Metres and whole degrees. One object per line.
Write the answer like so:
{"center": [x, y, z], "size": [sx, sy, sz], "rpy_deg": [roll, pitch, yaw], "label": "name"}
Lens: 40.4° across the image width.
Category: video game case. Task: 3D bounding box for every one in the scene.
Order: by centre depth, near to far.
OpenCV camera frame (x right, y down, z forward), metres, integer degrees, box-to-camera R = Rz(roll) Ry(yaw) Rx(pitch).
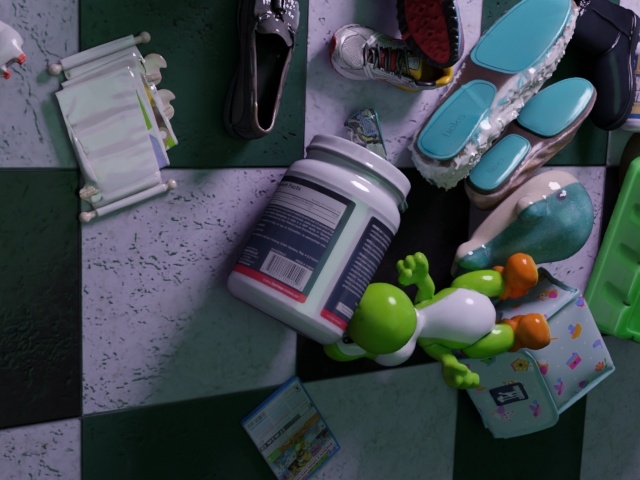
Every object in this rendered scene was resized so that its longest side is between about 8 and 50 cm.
{"center": [-0.047, 0.321, 1.429], "size": [0.119, 0.015, 0.166], "rpy_deg": [-39, 116, -21], "label": "video game case"}

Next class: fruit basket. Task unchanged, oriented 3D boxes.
{"center": [0.696, 0.034, 1.733], "size": [0.282, 0.392, 0.392], "rpy_deg": [17, 89, 4], "label": "fruit basket"}

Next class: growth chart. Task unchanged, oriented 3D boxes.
{"center": [-0.276, -0.158, 1.199], "size": [0.172, 0.021, 0.237], "rpy_deg": [-19, 108, -29], "label": "growth chart"}

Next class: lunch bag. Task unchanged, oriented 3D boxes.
{"center": [0.378, 0.218, 1.596], "size": [0.262, 0.160, 0.223], "rpy_deg": [-36, 120, -9], "label": "lunch bag"}

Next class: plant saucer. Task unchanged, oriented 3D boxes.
{"center": [0.698, -0.144, 1.802], "size": [0.198, 0.036, 0.199], "rpy_deg": [-6, 102, -30], "label": "plant saucer"}

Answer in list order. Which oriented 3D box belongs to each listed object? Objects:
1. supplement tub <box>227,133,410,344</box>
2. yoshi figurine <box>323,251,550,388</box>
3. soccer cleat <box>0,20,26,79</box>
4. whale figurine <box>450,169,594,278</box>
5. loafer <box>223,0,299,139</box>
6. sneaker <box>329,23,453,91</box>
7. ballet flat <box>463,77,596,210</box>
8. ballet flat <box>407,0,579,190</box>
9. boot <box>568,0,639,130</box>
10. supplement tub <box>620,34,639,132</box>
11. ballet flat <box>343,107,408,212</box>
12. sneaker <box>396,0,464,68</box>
{"center": [0.000, 0.000, 1.297], "size": [0.191, 0.191, 0.272], "rpy_deg": [33, 81, -32], "label": "supplement tub"}
{"center": [0.184, 0.123, 1.389], "size": [0.362, 0.203, 0.203], "rpy_deg": [-9, 124, -9], "label": "yoshi figurine"}
{"center": [-0.447, -0.193, 1.065], "size": [0.076, 0.068, 0.196], "rpy_deg": [43, 74, -15], "label": "soccer cleat"}
{"center": [0.358, -0.003, 1.519], "size": [0.272, 0.216, 0.141], "rpy_deg": [-33, 72, -11], "label": "whale figurine"}
{"center": [-0.072, -0.276, 1.267], "size": [0.096, 0.084, 0.268], "rpy_deg": [8, 94, -33], "label": "loafer"}
{"center": [0.115, -0.290, 1.377], "size": [0.225, 0.092, 0.088], "rpy_deg": [5, 97, -31], "label": "sneaker"}
{"center": [0.372, -0.169, 1.564], "size": [0.316, 0.107, 0.106], "rpy_deg": [-40, 149, -13], "label": "ballet flat"}
{"center": [0.295, -0.251, 1.496], "size": [0.409, 0.147, 0.147], "rpy_deg": [-49, 119, -12], "label": "ballet flat"}
{"center": [0.493, -0.345, 1.601], "size": [0.207, 0.094, 0.247], "rpy_deg": [14, 84, -37], "label": "boot"}
{"center": [0.662, -0.307, 1.686], "size": [0.144, 0.144, 0.200], "rpy_deg": [1, 98, -32], "label": "supplement tub"}
{"center": [0.085, -0.123, 1.415], "size": [0.070, 0.070, 0.188], "rpy_deg": [-31, 111, -24], "label": "ballet flat"}
{"center": [0.178, -0.393, 1.356], "size": [0.125, 0.104, 0.262], "rpy_deg": [-10, 78, -47], "label": "sneaker"}
